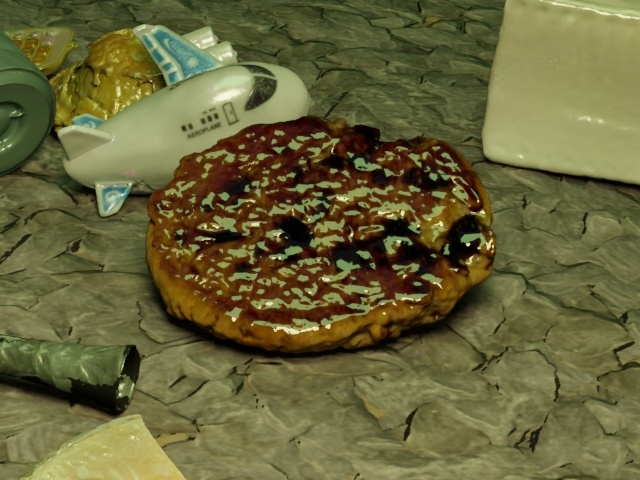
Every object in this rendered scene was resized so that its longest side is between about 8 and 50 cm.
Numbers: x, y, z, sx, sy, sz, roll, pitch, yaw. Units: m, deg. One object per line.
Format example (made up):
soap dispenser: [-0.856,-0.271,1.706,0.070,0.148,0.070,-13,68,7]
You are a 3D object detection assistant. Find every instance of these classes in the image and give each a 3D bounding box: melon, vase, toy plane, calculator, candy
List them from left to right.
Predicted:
calculator: [-0.398,-0.209,2.058,0.237,0.033,0.157,-7,26,7]
vase: [-0.241,0.102,1.489,0.167,0.059,0.059,10,28,10]
melon: [-0.193,0.200,1.338,0.182,0.054,0.098,-18,50,-36]
toy plane: [-0.139,-0.116,1.826,0.267,0.122,0.266,-2,61,3]
candy: [0.369,-0.171,1.959,0.359,0.208,0.145,10,22,13]

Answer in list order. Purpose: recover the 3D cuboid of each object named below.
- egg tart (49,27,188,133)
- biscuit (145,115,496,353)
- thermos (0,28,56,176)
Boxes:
egg tart: [-0.195,-0.170,1.982,0.241,0.105,0.241,3,30,-2]
biscuit: [-0.001,-0.003,1.674,0.334,0.081,0.289,-10,46,-12]
thermos: [-0.400,-0.198,1.904,0.182,0.145,0.286,4,34,-46]
